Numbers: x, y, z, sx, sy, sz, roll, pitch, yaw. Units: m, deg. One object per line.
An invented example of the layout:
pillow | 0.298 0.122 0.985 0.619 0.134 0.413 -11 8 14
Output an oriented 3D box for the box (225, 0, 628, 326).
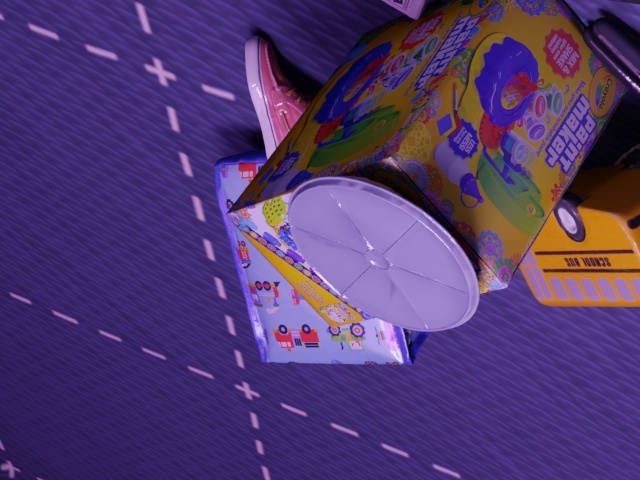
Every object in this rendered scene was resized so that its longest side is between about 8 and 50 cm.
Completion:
box | 0.108 -0.090 1.685 0.177 0.290 0.279 47 146 -19

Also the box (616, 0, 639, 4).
box | 0.276 -0.254 1.518 0.083 0.062 0.052 13 145 32

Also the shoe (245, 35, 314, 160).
shoe | -0.030 -0.155 1.934 0.081 0.063 0.178 -10 102 14

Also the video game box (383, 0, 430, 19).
video game box | 0.047 -0.334 1.642 0.187 0.048 0.205 29 149 5

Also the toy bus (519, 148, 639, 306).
toy bus | 0.279 -0.007 1.694 0.130 0.108 0.333 62 162 -7

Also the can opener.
can opener | 0.327 -0.145 1.630 0.186 0.073 0.059 50 154 -7

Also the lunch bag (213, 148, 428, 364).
lunch bag | 0.000 0.000 2.056 0.221 0.138 0.293 -2 122 32

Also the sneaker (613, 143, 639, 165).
sneaker | 0.380 -0.036 1.681 0.236 0.104 0.095 4 140 44

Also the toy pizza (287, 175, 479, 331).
toy pizza | 0.061 0.008 1.551 0.201 0.032 0.201 25 148 17
